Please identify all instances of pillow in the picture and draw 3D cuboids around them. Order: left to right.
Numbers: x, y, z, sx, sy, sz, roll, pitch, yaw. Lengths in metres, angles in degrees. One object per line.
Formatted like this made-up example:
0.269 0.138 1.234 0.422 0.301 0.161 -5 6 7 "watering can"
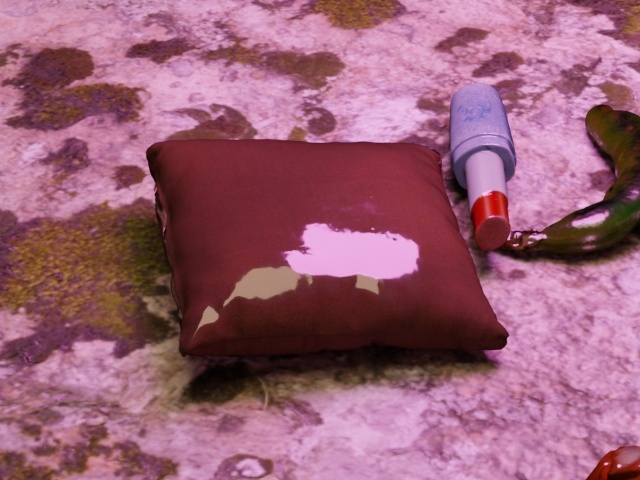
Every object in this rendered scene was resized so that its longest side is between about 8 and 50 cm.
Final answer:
0.000 0.000 1.643 0.305 0.108 0.308 -1 38 -12 "pillow"

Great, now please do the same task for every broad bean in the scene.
0.289 -0.063 1.789 0.144 0.049 0.292 11 38 28 "broad bean"

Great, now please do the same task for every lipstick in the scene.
0.167 -0.074 1.777 0.068 0.061 0.274 -13 30 9 "lipstick"

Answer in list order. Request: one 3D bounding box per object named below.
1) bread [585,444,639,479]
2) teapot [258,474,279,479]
0.327 0.204 1.066 0.327 0.114 0.295 12 -1 -2 "bread"
-0.096 0.245 1.293 0.200 0.107 0.077 -27 47 -33 "teapot"
